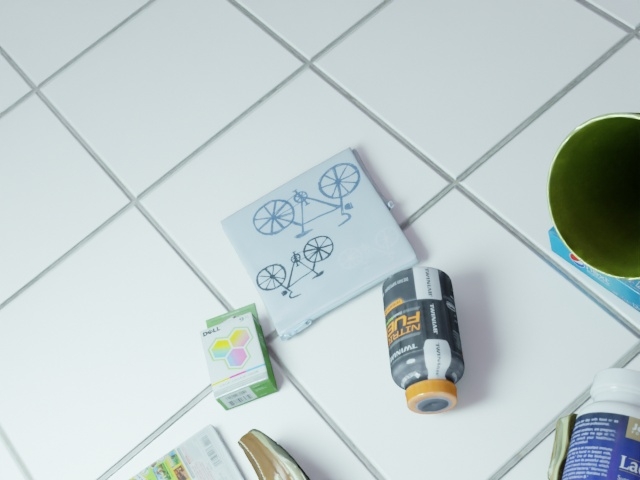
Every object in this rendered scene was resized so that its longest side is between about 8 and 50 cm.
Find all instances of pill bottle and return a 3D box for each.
[{"bbox_3d":[0.462,0.344,1.631,0.153,0.153,0.265,8,62,23],"label":"pill bottle"},{"bbox_3d":[0.183,0.179,1.846,0.130,0.130,0.246,-12,55,11],"label":"pill bottle"}]

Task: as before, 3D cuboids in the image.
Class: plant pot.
[{"bbox_3d":[0.581,-0.101,1.793,0.274,0.275,0.293,31,32,32],"label":"plant pot"}]

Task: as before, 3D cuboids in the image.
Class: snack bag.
[{"bbox_3d":[0.000,0.000,2.083,0.323,0.037,0.342,-30,53,-1],"label":"snack bag"}]

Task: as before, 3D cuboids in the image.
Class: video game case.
[{"bbox_3d":[-0.228,0.470,1.860,0.206,0.026,0.227,-34,55,-5],"label":"video game case"}]

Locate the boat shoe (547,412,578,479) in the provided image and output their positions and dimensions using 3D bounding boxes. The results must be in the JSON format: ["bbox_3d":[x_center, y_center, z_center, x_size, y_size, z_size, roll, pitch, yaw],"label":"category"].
[{"bbox_3d":[0.398,0.358,1.712,0.056,0.048,0.153,23,63,-20],"label":"boat shoe"}]

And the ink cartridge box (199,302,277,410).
[{"bbox_3d":[-0.161,0.205,1.986,0.109,0.062,0.209,-21,54,5],"label":"ink cartridge box"}]

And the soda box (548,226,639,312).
[{"bbox_3d":[0.508,0.034,1.866,0.067,0.071,0.210,-43,55,-11],"label":"soda box"}]

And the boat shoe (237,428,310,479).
[{"bbox_3d":[-0.050,0.453,1.751,0.120,0.122,0.324,-39,54,-9],"label":"boat shoe"}]
